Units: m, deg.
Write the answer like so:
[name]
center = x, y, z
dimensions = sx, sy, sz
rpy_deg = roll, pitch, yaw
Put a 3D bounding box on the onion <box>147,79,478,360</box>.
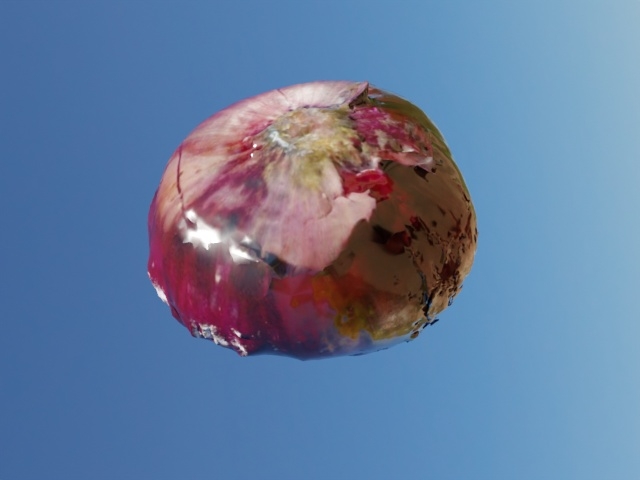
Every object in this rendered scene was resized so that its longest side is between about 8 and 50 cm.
[onion]
center = 0.000, 0.000, 1.052
dimensions = 0.252, 0.252, 0.219
rpy_deg = -78, -21, -50
